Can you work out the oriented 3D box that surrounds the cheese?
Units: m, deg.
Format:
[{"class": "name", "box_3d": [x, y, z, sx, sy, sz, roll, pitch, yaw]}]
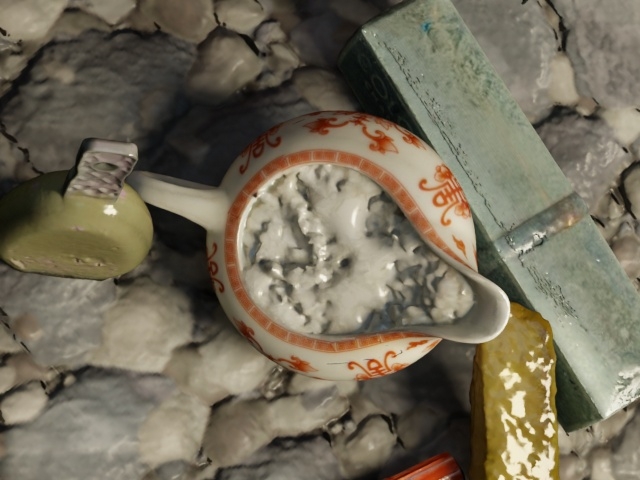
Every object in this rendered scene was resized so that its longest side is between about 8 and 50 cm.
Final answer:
[{"class": "cheese", "box_3d": [-0.131, -0.020, 0.942, 0.097, 0.192, 0.037, 7, 72, -15]}]

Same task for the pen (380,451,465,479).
[{"class": "pen", "box_3d": [-0.020, 0.186, 1.009, 0.239, 0.028, 0.028, -24, 84, -17]}]

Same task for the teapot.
[{"class": "teapot", "box_3d": [0.000, 0.000, 1.009, 0.246, 0.116, 0.159, 12, 110, 12]}]

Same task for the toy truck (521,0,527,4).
[{"class": "toy truck", "box_3d": [0.007, -0.287, 1.027, 0.388, 0.207, 0.173, 19, 66, -10]}]

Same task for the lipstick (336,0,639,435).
[{"class": "lipstick", "box_3d": [0.114, -0.021, 1.062, 0.076, 0.077, 0.289, -32, 86, -17]}]

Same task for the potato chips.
[{"class": "potato chips", "box_3d": [0.116, 0.240, 1.005, 0.057, 0.080, 0.406, 1, 80, 1]}]
